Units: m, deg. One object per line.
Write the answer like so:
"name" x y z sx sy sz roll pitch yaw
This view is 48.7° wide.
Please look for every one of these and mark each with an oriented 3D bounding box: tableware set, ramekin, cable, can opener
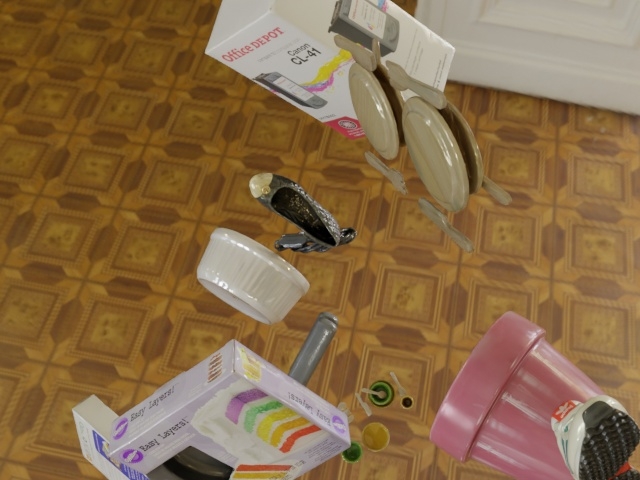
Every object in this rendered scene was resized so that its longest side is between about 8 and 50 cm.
"tableware set" 0.088 0.302 1.199 0.154 0.024 0.104 -33 73 2
"ramekin" -0.172 0.094 1.688 0.273 0.273 0.127 27 75 18
"tableware set" 0.074 -0.090 0.547 0.039 0.128 0.194 -24 33 -9
"cable" 0.000 0.000 1.548 0.184 0.150 0.047 -6 92 28
"can opener" -0.063 0.268 1.499 0.095 0.283 0.076 27 18 -2

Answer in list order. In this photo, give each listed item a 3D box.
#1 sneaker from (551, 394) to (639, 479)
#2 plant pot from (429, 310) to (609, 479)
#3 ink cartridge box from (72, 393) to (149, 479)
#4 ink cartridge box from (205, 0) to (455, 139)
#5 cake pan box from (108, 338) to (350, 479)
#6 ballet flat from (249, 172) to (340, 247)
"sneaker" 0.208 0.155 0.562 0.057 0.161 0.075 -36 46 -2
"plant pot" 0.265 0.218 0.882 0.180 0.201 0.201 32 63 25
"ink cartridge box" -0.370 0.487 1.466 0.371 0.175 0.069 32 46 28
"ink cartridge box" 0.014 -0.288 1.075 0.306 0.226 0.131 24 76 -30
"cake pan box" -0.133 0.282 1.024 0.267 0.246 0.070 -35 32 21
"ballet flat" -0.033 -0.048 1.070 0.057 0.173 0.049 -51 26 13
